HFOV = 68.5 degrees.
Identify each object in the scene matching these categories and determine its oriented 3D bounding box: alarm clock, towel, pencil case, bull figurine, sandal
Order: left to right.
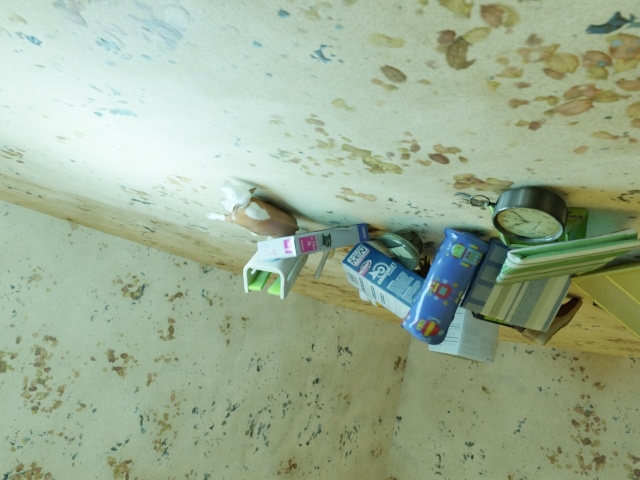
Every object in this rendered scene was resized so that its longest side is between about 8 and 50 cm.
[{"bbox_3d":[-0.196,-0.075,1.331,0.189,0.101,0.310,7,165,39],"label":"bull figurine"},{"bbox_3d":[0.233,0.010,1.308,0.120,0.086,0.303,49,-175,3],"label":"sandal"},{"bbox_3d":[0.318,0.118,1.211,0.120,0.305,0.133,26,-170,18],"label":"pencil case"},{"bbox_3d":[0.383,-0.057,0.904,0.192,0.064,0.129,16,157,8],"label":"alarm clock"},{"bbox_3d":[0.531,0.123,1.253,0.285,0.209,0.034,17,-167,-15],"label":"towel"},{"bbox_3d":[0.520,0.046,1.035,0.248,0.038,0.325,-12,165,14],"label":"towel"}]

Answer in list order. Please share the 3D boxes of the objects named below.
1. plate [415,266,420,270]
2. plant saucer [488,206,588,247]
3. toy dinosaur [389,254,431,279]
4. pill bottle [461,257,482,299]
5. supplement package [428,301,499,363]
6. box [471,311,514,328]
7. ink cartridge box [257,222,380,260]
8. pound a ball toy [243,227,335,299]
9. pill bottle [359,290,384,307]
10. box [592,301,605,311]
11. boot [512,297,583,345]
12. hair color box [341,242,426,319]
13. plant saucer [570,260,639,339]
[{"bbox_3d":[0.359,0.130,1.803,0.188,0.024,0.188,12,167,3],"label":"plate"},{"bbox_3d":[0.471,-0.021,1.023,0.189,0.045,0.188,5,165,29],"label":"plant saucer"},{"bbox_3d":[0.274,0.106,1.584,0.296,0.127,0.200,13,168,20],"label":"toy dinosaur"},{"bbox_3d":[0.517,0.124,1.347,0.272,0.152,0.152,17,166,-17],"label":"pill bottle"},{"bbox_3d":[0.626,0.376,2.034,0.200,0.262,0.198,19,166,-21],"label":"supplement package"},{"bbox_3d":[0.642,0.246,1.747,0.184,0.045,0.190,16,-156,-5],"label":"box"},{"bbox_3d":[0.000,0.000,1.340,0.311,0.065,0.186,-8,180,-38],"label":"ink cartridge box"},{"bbox_3d":[-0.085,0.047,1.478,0.208,0.135,0.319,9,-151,12],"label":"pound a ball toy"},{"bbox_3d":[0.296,0.222,1.998,0.246,0.136,0.136,3,163,36],"label":"pill bottle"},{"bbox_3d":[0.991,0.207,1.477,0.114,0.036,0.207,22,164,-34],"label":"box"},{"bbox_3d":[0.757,0.227,1.634,0.207,0.249,0.090,44,158,33],"label":"boot"},{"bbox_3d":[0.239,0.152,1.438,0.347,0.105,0.174,33,163,24],"label":"hair color box"},{"bbox_3d":[0.833,0.149,1.103,0.333,0.081,0.333,40,166,1],"label":"plant saucer"}]
